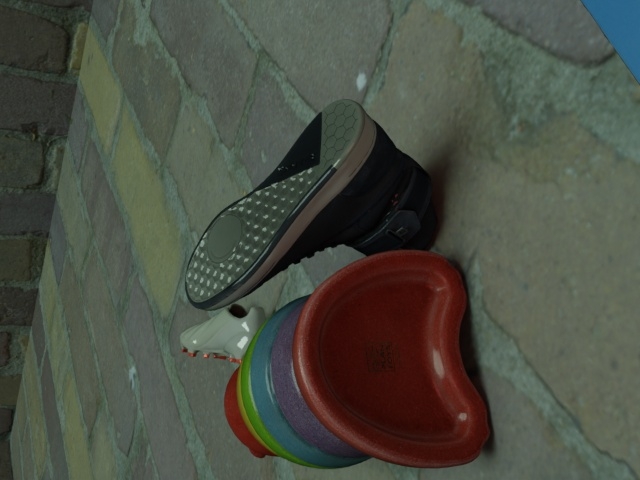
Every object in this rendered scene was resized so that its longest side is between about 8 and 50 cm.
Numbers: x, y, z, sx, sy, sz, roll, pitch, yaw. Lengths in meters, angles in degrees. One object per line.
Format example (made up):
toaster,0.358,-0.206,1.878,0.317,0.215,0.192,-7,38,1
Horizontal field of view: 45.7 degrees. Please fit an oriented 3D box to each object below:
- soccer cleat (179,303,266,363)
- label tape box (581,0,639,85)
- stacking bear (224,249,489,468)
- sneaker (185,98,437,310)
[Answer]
soccer cleat,-0.127,0.122,1.017,0.196,0.068,0.076,-5,76,53
label tape box,0.276,-0.169,0.291,0.334,0.105,0.241,-55,40,43
stacking bear,-0.003,0.136,0.708,0.289,0.164,0.176,140,128,-58
sneaker,0.001,0.001,0.679,0.226,0.163,0.086,-43,49,15
